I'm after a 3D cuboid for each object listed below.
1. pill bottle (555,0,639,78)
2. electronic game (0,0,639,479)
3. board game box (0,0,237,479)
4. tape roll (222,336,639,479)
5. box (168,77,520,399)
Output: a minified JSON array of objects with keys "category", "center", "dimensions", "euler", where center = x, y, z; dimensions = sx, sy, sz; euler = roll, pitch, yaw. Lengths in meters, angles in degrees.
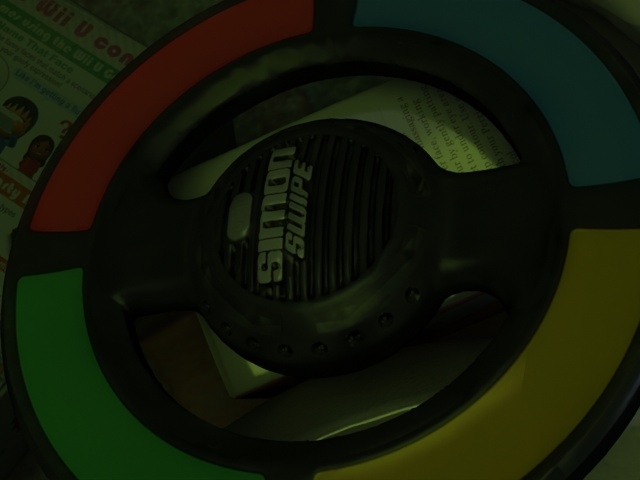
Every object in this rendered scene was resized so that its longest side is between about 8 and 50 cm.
[{"category":"pill bottle","center":[0.223,-0.158,0.461],"dimensions":[0.278,0.162,0.162],"euler":[-45,80,2]},{"category":"electronic game","center":[0.000,0.000,0.379],"dimensions":[0.229,0.048,0.229],"euler":[-9,59,15]},{"category":"board game box","center":[-0.211,0.013,0.504],"dimensions":[0.224,0.097,0.303],"euler":[33,74,11]},{"category":"tape roll","center":[0.076,0.229,0.435],"dimensions":[0.392,0.072,0.392],"euler":[0,100,1]},{"category":"box","center":[0.037,-0.006,0.490],"dimensions":[0.170,0.130,0.091],"euler":[-24,79,6]}]
